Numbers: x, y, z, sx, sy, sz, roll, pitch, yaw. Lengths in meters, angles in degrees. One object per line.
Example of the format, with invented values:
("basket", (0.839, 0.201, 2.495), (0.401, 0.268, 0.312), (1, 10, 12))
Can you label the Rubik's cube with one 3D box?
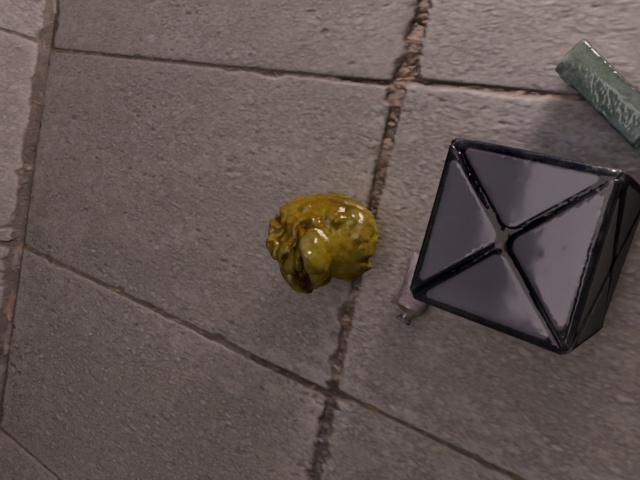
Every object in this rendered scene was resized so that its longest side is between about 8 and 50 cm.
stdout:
("Rubik's cube", (0.318, 0.001, 0.877), (0.259, 0.260, 0.255), (19, 99, 36))

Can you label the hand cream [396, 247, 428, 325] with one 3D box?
("hand cream", (0.190, 0.095, 1.096), (0.084, 0.053, 0.142), (26, 89, 31))

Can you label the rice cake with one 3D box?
("rice cake", (0.459, -0.230, 0.898), (0.069, 0.063, 0.207), (-43, 66, 28))

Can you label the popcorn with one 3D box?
("popcorn", (0.000, 0.000, 1.130), (0.226, 0.203, 0.200), (38, 121, 10))
